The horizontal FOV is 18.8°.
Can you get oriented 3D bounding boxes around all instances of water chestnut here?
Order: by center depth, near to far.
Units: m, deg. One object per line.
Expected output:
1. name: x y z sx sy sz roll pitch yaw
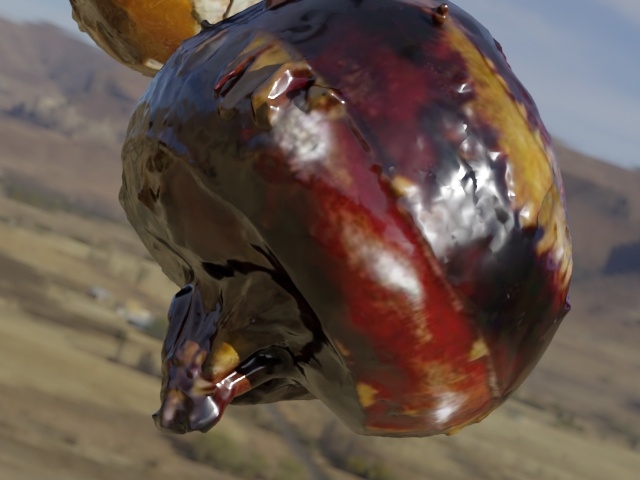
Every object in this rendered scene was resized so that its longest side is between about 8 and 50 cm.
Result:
1. water chestnut: 0.000 0.000 1.102 0.300 0.300 0.300 20 0 0

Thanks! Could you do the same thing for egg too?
1. egg: -0.095 -0.231 1.496 0.195 0.233 0.195 39 26 -23
